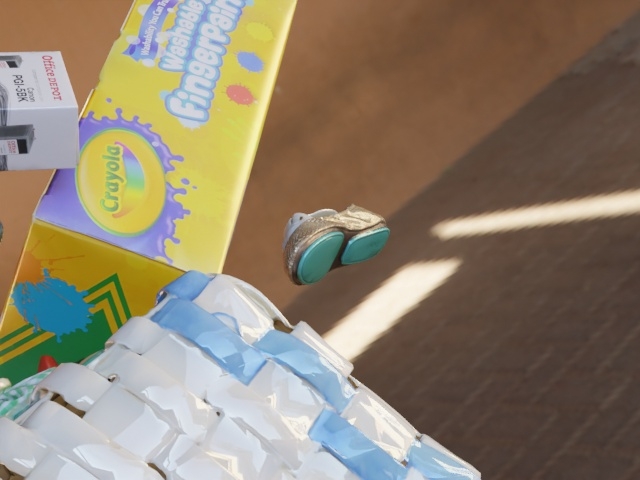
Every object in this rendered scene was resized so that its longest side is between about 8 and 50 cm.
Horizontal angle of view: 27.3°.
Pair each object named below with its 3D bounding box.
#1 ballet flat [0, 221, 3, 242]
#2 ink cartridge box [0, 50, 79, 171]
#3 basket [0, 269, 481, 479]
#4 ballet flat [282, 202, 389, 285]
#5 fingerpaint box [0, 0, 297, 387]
[{"bbox_3d":[-0.437,-0.003,1.355,0.072,0.213,0.068,-101,24,-43],"label":"ballet flat"},{"bbox_3d":[-0.255,-0.098,0.989,0.135,0.056,0.099,-4,34,-19],"label":"ink cartridge box"},{"bbox_3d":[-0.088,0.170,0.474,0.289,0.201,0.255,-58,1,-23],"label":"basket"},{"bbox_3d":[0.000,0.000,1.364,0.206,0.067,0.073,-11,-50,-64],"label":"ballet flat"},{"bbox_3d":[-0.179,-0.013,1.278,0.444,0.163,0.371,-79,12,-49],"label":"fingerpaint box"}]
